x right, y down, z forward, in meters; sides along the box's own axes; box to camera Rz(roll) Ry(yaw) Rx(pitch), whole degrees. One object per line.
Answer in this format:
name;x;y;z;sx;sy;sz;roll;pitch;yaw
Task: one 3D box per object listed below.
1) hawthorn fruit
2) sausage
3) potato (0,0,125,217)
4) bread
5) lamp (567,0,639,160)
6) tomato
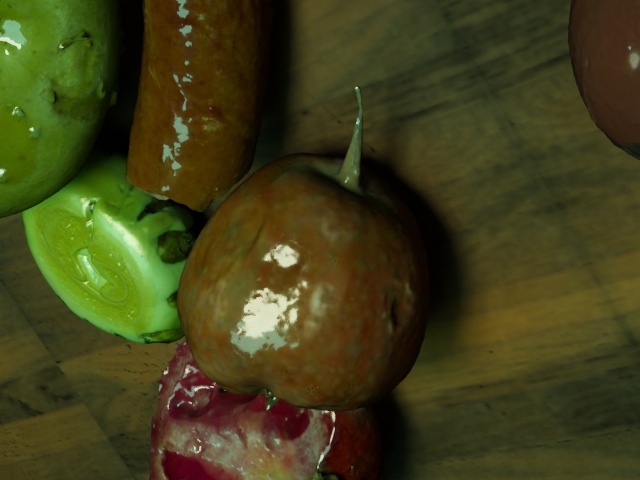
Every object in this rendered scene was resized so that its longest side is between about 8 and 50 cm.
hawthorn fruit;0.006;0.015;0.973;0.149;0.149;0.189;39;97;8
sausage;-0.080;-0.158;0.915;0.076;0.102;0.302;-112;12;-56
potato;-0.203;-0.126;1.004;0.186;0.148;0.253;29;131;3
bread;-0.131;0.002;1.099;0.139;0.071;0.130;26;132;24
lamp;0.179;-0.105;0.723;0.135;0.156;0.157;-114;36;-44
tomato;-0.028;0.139;1.109;0.173;0.099;0.189;24;106;44
